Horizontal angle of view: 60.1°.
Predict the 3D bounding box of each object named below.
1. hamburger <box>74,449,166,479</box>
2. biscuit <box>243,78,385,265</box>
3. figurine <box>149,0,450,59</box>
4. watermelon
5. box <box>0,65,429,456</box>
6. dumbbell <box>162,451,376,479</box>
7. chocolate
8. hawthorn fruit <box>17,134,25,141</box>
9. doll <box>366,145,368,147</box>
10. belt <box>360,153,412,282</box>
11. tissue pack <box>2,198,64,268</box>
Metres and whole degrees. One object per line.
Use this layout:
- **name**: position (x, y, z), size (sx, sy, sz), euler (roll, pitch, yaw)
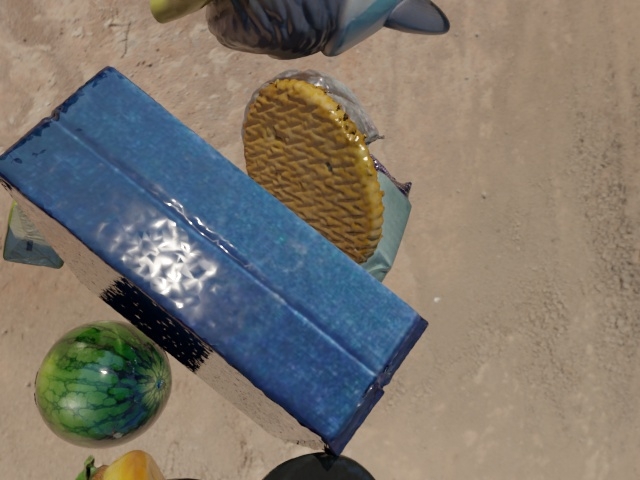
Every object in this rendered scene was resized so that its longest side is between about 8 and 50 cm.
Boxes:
- **hamburger**: position (-0.245, 0.380, 0.647), size (0.169, 0.246, 0.246), euler (-25, 110, -16)
- **biscuit**: position (-0.014, -0.073, 0.682), size (0.035, 0.253, 0.254), euler (-26, 111, -33)
- **figurine**: position (0.008, -0.405, 0.698), size (0.377, 0.266, 0.362), euler (2, 110, -35)
- **watermelon**: position (-0.572, 0.377, 1.481), size (0.363, 0.363, 0.364), euler (-5, 101, -28)
- **box**: position (-0.087, 0.042, 0.452), size (0.261, 0.279, 0.116), euler (40, 70, 2)
- **dumbbell**: position (-0.051, 0.227, 0.370), size (0.143, 0.325, 0.143), euler (33, 45, -40)
- **chocolate**: position (-0.038, -0.253, 1.172), size (0.303, 0.303, 0.213), euler (-29, 99, -22)
- **hawthorn fruit**: position (-0.715, -0.206, 1.413), size (0.148, 0.148, 0.172), euler (14, 76, -30)
- **doll**: position (0.037, -0.289, 1.744), size (0.217, 0.085, 0.183), euler (11, 132, -15)
- **belt**: position (0.000, 0.000, 0.857), size (0.122, 0.260, 0.325), euler (47, 51, -33)
- **tissue pack**: position (-0.773, -0.090, 1.556), size (0.167, 0.275, 0.200), euler (13, 124, -25)
